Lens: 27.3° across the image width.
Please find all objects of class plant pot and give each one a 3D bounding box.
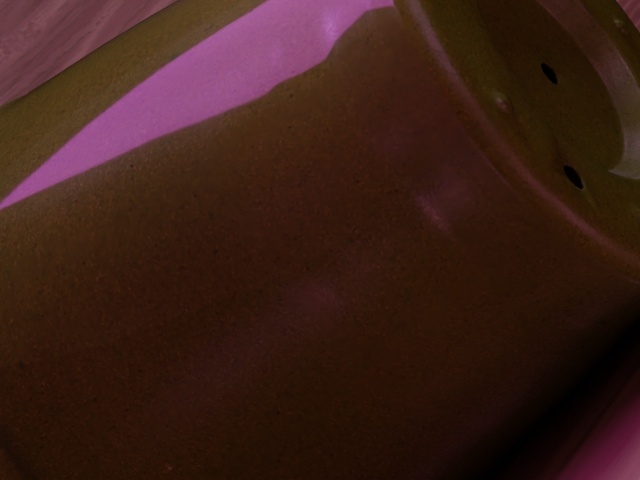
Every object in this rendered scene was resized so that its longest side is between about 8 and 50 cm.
[{"bbox_3d":[0.000,0.000,0.710,0.353,0.366,0.366,-37,5,34],"label":"plant pot"}]
